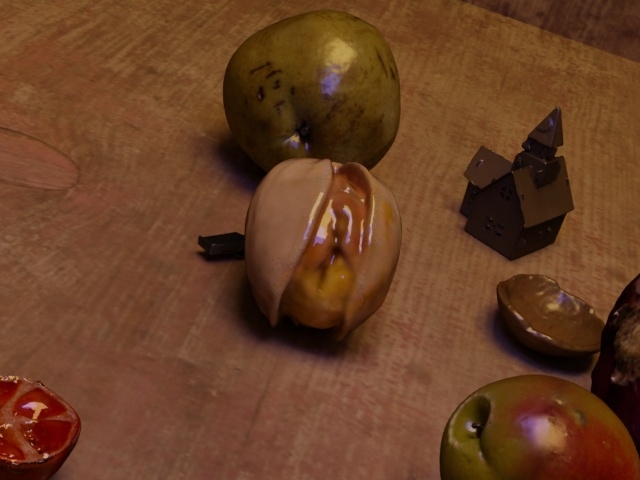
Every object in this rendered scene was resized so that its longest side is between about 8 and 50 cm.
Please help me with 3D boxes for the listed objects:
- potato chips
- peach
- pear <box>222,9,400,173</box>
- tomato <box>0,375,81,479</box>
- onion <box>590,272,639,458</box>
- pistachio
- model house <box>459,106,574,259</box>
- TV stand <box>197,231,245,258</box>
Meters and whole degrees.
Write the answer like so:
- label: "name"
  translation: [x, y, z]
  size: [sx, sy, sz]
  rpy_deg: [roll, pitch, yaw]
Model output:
- label: "potato chips"
  translation: [0.338, 0.121, 2.153]
  size: [0.195, 0.062, 0.208]
  rpy_deg: [14, 25, -23]
- label: "peach"
  translation: [0.254, 0.266, 1.642]
  size: [0.231, 0.231, 0.231]
  rpy_deg: [15, 26, -8]
- label: "pear"
  translation: [-0.012, -0.223, 2.354]
  size: [0.304, 0.304, 0.304]
  rpy_deg: [15, 26, -8]
- label: "tomato"
  translation: [-0.334, 0.212, 1.517]
  size: [0.155, 0.069, 0.155]
  rpy_deg: [12, 28, -7]
- label: "onion"
  translation: [0.604, 0.193, 1.903]
  size: [0.420, 0.398, 0.398]
  rpy_deg: [39, 20, -21]
- label: "pistachio"
  translation: [0.000, 0.000, 1.991]
  size: [0.230, 0.230, 0.309]
  rpy_deg: [14, 43, -10]
- label: "model house"
  translation: [0.345, -0.124, 2.424]
  size: [0.176, 0.248, 0.181]
  rpy_deg: [33, 28, 27]
- label: "TV stand"
  translation: [-0.077, -0.004, 2.142]
  size: [0.249, 0.042, 0.036]
  rpy_deg: [-8, 39, -42]
